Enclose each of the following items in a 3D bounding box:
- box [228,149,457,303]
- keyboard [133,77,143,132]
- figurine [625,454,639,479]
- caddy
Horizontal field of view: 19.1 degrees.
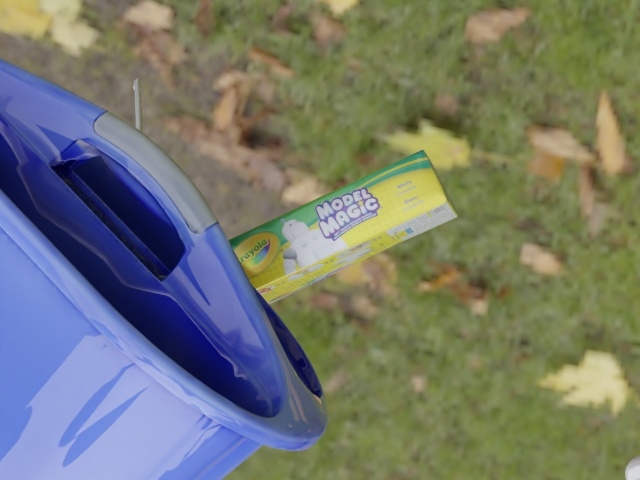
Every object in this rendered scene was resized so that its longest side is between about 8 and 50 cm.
[{"bbox_3d":[0.000,0.000,1.267,0.179,0.043,0.105,-27,172,4],"label":"box"},{"bbox_3d":[-0.143,-0.051,1.512,0.014,0.256,0.072,3,116,-8],"label":"keyboard"},{"bbox_3d":[0.391,0.228,1.589,0.209,0.092,0.215,-38,91,23],"label":"figurine"},{"bbox_3d":[-0.144,0.017,1.095,0.341,0.241,0.179,45,103,9],"label":"caddy"}]
